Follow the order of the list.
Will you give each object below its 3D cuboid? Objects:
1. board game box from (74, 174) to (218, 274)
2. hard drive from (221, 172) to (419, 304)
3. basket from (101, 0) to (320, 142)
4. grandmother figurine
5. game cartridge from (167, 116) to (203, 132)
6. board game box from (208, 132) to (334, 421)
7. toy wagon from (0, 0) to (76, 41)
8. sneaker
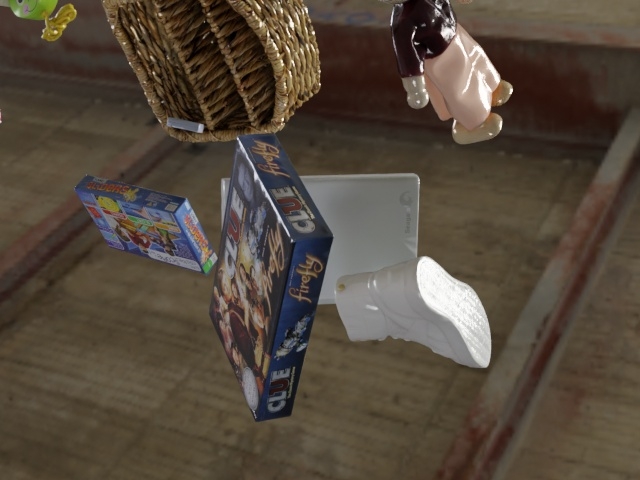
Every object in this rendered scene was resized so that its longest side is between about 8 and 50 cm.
[{"bbox_3d":[-0.262,-0.024,1.588,0.201,0.136,0.035,14,-126,31],"label":"board game box"},{"bbox_3d":[0.000,0.000,1.657,0.307,0.203,0.040,-2,-167,-12],"label":"hard drive"},{"bbox_3d":[-0.149,-0.290,1.625,0.213,0.299,0.223,29,-119,37],"label":"basket"},{"bbox_3d":[0.143,-0.265,1.376,0.104,0.342,0.208,-8,-127,30],"label":"grandmother figurine"},{"bbox_3d":[-0.205,-0.175,1.602,0.056,0.017,0.083,15,-176,-10],"label":"game cartridge"},{"bbox_3d":[-0.056,0.039,1.058,0.042,0.243,0.165,-6,-138,-23],"label":"board game box"},{"bbox_3d":[-0.431,-0.432,1.455,0.068,0.267,0.344,-4,-117,-50],"label":"toy wagon"},{"bbox_3d":[0.134,0.114,1.576,0.169,0.292,0.108,-11,-124,29],"label":"sneaker"}]
